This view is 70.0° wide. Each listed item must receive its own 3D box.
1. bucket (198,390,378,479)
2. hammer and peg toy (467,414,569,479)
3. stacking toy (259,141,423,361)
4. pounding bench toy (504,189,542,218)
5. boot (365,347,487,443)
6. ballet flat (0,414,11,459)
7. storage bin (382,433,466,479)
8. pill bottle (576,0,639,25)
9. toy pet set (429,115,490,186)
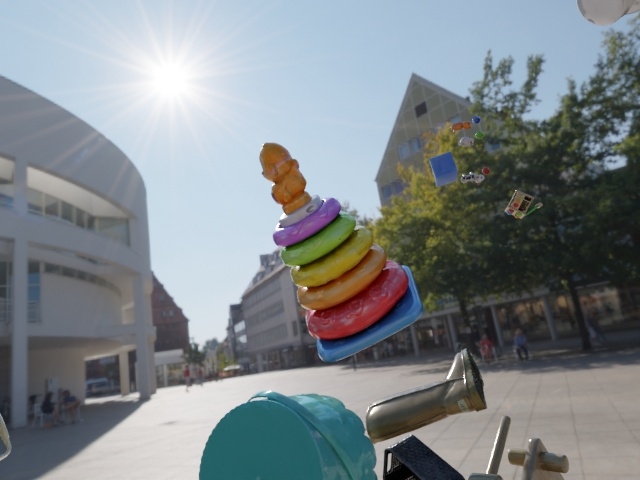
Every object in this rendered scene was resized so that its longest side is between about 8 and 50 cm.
[{"bbox_3d":[-0.057,0.397,0.787,0.281,0.281,0.183,-15,-24,23],"label":"bucket"},{"bbox_3d":[0.462,0.563,0.968,0.127,0.361,0.266,-15,26,43],"label":"hammer and peg toy"},{"bbox_3d":[0.000,0.000,0.632,0.166,0.301,0.175,-29,15,12],"label":"stacking toy"},{"bbox_3d":[0.583,-0.094,1.311,0.083,0.065,0.052,28,-4,16],"label":"pounding bench toy"},{"bbox_3d":[0.251,0.368,1.106,0.270,0.089,0.236,-26,1,19],"label":"boot"},{"bbox_3d":[-0.356,0.243,0.459,0.086,0.248,0.086,-21,-27,-11],"label":"ballet flat"},{"bbox_3d":[0.235,0.555,1.050,0.084,0.122,0.180,-13,23,-32],"label":"storage bin"},{"bbox_3d":[0.416,-0.354,0.593,0.160,0.087,0.087,-40,-12,-7],"label":"pill bottle"},{"bbox_3d":[0.268,-0.157,0.875,0.114,0.122,0.065,-17,25,11],"label":"toy pet set"}]
